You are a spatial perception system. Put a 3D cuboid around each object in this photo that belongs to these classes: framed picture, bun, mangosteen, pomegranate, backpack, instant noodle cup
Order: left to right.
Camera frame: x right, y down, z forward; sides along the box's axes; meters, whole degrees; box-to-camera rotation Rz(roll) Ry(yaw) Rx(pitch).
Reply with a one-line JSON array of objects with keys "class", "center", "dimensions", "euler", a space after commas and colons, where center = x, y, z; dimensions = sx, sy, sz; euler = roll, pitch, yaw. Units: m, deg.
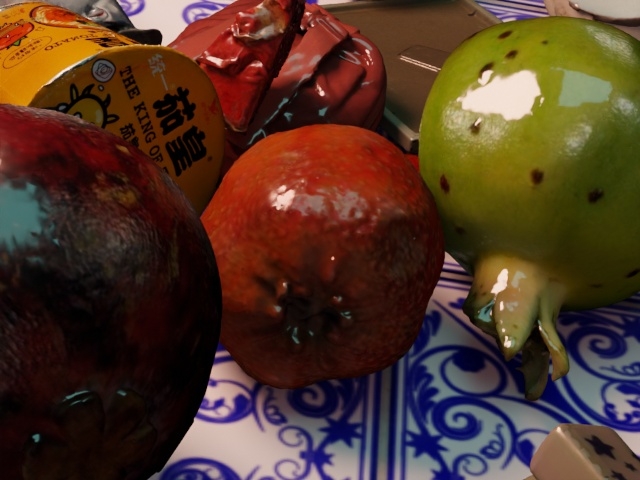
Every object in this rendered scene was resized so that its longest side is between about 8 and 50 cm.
[{"class": "mangosteen", "center": [-0.236, 0.042, 1.199], "dimensions": [0.306, 0.306, 0.359], "euler": [-18, 40, -33]}, {"class": "instant noodle cup", "center": [-0.211, -0.093, 1.467], "dimensions": [0.216, 0.215, 0.172], "euler": [-17, 37, -32]}, {"class": "backpack", "center": [-0.045, -0.134, 1.591], "dimensions": [0.229, 0.139, 0.229], "euler": [1, 48, -1]}, {"class": "framed picture", "center": [0.117, -0.175, 1.750], "dimensions": [0.241, 0.020, 0.324], "euler": [-9, 32, -26]}, {"class": "pomegranate", "center": [0.197, -0.036, 1.470], "dimensions": [0.261, 0.260, 0.340], "euler": [11, 65, 0]}, {"class": "bun", "center": [0.321, -0.274, 1.892], "dimensions": [0.173, 0.120, 0.172], "euler": [-1, 67, 3]}]

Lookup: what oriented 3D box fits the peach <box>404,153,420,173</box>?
[{"class": "peach", "center": [0.082, -0.045, 1.585], "dimensions": [0.098, 0.061, 0.098], "euler": [2, 35, -1]}]

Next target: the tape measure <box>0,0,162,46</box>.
[{"class": "tape measure", "center": [-0.317, -0.222, 1.640], "dimensions": [0.275, 0.147, 0.256], "euler": [-9, 41, -26]}]

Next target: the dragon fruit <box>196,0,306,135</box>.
[{"class": "dragon fruit", "center": [-0.062, -0.163, 1.458], "dimensions": [0.063, 0.131, 0.097], "euler": [26, 56, 3]}]

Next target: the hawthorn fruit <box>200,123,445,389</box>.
[{"class": "hawthorn fruit", "center": [0.000, 0.000, 1.407], "dimensions": [0.205, 0.205, 0.253], "euler": [11, 27, 0]}]

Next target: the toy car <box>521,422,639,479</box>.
[{"class": "toy car", "center": [0.295, 0.210, 1.178], "dimensions": [0.336, 0.226, 0.242], "euler": [-14, 44, -27]}]
